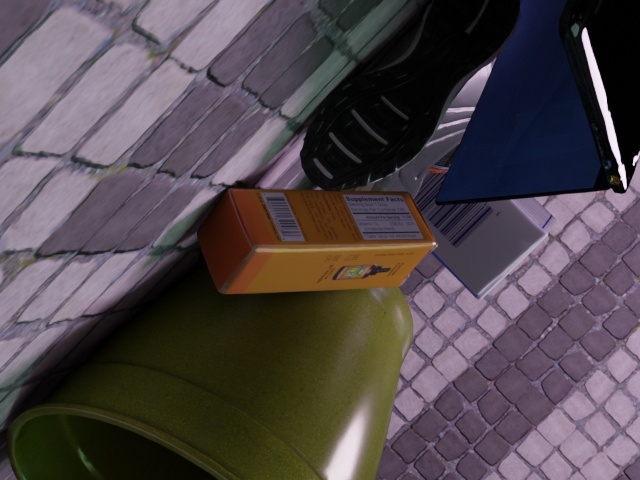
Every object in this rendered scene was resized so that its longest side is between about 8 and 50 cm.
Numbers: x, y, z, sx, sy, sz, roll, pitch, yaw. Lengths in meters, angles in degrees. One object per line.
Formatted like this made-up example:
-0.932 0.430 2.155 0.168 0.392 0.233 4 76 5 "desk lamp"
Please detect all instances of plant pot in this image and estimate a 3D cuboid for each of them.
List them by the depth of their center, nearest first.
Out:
-0.073 0.175 1.238 0.353 0.366 0.366 -55 -179 -38 "plant pot"

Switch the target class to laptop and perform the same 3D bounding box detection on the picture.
0.222 -0.256 1.057 0.382 0.236 0.408 -66 151 -15 "laptop"

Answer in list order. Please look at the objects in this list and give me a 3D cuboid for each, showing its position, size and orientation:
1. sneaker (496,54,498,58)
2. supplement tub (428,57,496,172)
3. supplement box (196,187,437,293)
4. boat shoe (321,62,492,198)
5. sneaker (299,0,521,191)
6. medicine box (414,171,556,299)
0.292 -0.264 1.798 0.252 0.103 0.111 -49 -172 10 "sneaker"
0.175 -0.164 1.537 0.117 0.117 0.190 -43 174 -19 "supplement tub"
0.000 0.000 1.160 0.233 0.080 0.078 2 142 -37 "supplement box"
0.092 -0.127 1.394 0.118 0.103 0.320 -16 152 -36 "boat shoe"
0.090 -0.149 1.158 0.271 0.100 0.108 -45 179 -3 "sneaker"
0.227 -0.065 1.857 0.149 0.263 0.289 -46 174 13 "medicine box"
